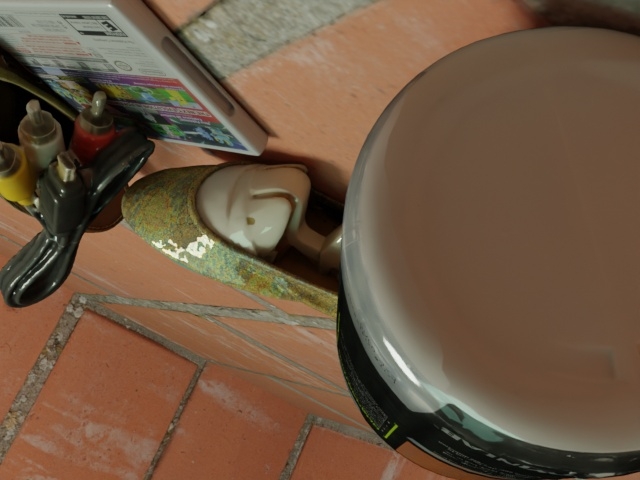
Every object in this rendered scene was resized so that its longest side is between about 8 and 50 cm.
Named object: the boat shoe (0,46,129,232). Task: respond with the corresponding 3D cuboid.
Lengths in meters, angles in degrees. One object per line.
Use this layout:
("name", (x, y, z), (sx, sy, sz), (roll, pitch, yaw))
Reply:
("boat shoe", (-0.266, -0.079, 0.777), (0.104, 0.111, 0.307), (32, 171, 32))

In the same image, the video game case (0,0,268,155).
("video game case", (-0.163, -0.133, 0.642), (0.201, 0.023, 0.183), (12, 160, 36))

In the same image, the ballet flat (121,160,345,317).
("ballet flat", (0.000, 0.000, 0.695), (0.348, 0.123, 0.123), (25, 165, 2))

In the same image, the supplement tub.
("supplement tub", (0.105, 0.038, 0.468), (0.193, 0.194, 0.316), (23, 165, 7))

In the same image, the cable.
("cable", (-0.236, -0.035, 0.746), (0.072, 0.139, 0.287), (55, 148, 8))
